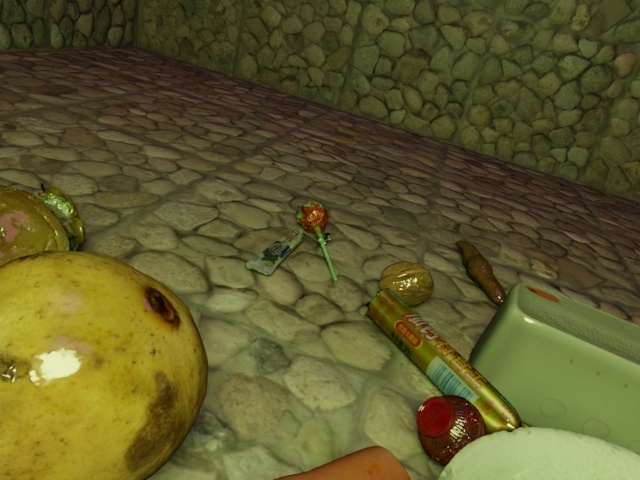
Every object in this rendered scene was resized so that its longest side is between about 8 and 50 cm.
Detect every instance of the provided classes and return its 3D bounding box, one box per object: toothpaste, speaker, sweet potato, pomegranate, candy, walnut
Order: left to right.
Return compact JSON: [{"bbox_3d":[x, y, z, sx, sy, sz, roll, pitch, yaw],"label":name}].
[{"bbox_3d":[-0.262,0.149,0.503,0.281,0.281,0.281,12,28,-6],"label":"pomegranate"},{"bbox_3d":[-0.092,0.020,1.067,0.060,0.038,0.233,23,30,14],"label":"toothpaste"},{"bbox_3d":[-0.001,-0.001,1.133,0.084,0.078,0.287,11,35,-23],"label":"candy"},{"bbox_3d":[0.186,0.094,1.003,0.124,0.105,0.105,-2,31,-19],"label":"walnut"},{"bbox_3d":[0.411,0.082,1.175,0.067,0.067,0.274,7,34,-14],"label":"sweet potato"},{"bbox_3d":[0.480,0.239,0.782,0.406,0.184,0.183,24,29,16],"label":"speaker"}]

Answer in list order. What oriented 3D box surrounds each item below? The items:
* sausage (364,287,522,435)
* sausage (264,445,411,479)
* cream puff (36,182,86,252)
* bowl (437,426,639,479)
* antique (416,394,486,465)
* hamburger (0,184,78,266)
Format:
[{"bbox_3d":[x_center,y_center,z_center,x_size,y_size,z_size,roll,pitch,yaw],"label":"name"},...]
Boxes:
[{"bbox_3d":[0.214,0.221,0.803,0.082,0.082,0.371,-7,35,-35],"label":"sausage"},{"bbox_3d":[-0.017,0.309,0.493,0.259,0.113,0.113,-3,32,-31],"label":"sausage"},{"bbox_3d":[-0.512,-0.014,0.852,0.156,0.156,0.121,4,-13,-19],"label":"cream puff"},{"bbox_3d":[0.254,0.394,0.370,0.435,0.196,0.435,12,28,-6],"label":"bowl"},{"bbox_3d":[0.191,0.276,0.667,0.104,0.104,0.104,12,28,-6],"label":"antique"},{"bbox_3d":[-0.522,0.023,0.669,0.265,0.134,0.285,8,57,-5],"label":"hamburger"}]
